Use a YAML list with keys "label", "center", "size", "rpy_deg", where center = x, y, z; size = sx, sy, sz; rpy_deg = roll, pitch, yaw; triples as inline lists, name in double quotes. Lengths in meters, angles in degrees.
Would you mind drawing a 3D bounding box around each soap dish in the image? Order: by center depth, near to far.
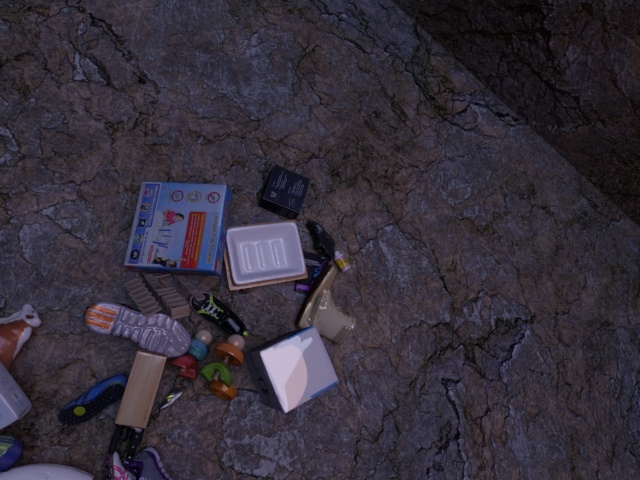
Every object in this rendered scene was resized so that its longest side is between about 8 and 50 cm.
- label: "soap dish"
  center: [-0.210, 0.053, 1.569]
  size: [0.290, 0.118, 0.229]
  rpy_deg: [-8, 77, -22]

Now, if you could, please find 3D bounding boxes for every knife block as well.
- label: "knife block"
  center: [-0.537, 0.489, 1.253]
  size: [0.088, 0.276, 0.242]
  rpy_deg: [16, 39, -15]

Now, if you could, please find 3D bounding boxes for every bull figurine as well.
- label: "bull figurine"
  center: [-0.946, 0.317, 1.224]
  size: [0.188, 0.101, 0.311]
  rpy_deg: [17, 68, -11]

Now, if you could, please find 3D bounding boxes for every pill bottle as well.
- label: "pill bottle"
  center: [0.082, 0.082, 1.710]
  size: [0.043, 0.043, 0.083]
  rpy_deg: [-33, 87, -26]

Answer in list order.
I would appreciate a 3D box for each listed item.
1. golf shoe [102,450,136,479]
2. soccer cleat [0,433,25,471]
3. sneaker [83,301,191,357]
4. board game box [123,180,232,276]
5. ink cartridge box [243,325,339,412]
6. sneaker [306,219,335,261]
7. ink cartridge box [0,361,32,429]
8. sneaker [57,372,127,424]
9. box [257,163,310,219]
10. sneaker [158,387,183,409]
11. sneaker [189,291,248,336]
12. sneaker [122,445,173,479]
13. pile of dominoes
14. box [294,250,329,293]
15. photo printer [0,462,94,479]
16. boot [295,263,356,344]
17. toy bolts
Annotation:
- label: "golf shoe"
  center: [-0.585, 0.710, 1.266]
  size: [0.085, 0.067, 0.186]
  rpy_deg: [-7, 76, -48]
- label: "soccer cleat"
  center: [-0.915, 0.591, 1.106]
  size: [0.289, 0.093, 0.121]
  rpy_deg: [-32, 131, -3]
- label: "sneaker"
  center: [-0.567, 0.261, 1.346]
  size: [0.321, 0.180, 0.125]
  rpy_deg: [31, 75, -24]
- label: "board game box"
  center: [-0.473, -0.042, 1.456]
  size: [0.301, 0.086, 0.309]
  rpy_deg: [3, 72, 5]
- label: "ink cartridge box"
  center: [-0.107, 0.417, 1.412]
  size: [0.198, 0.270, 0.197]
  rpy_deg: [-21, 84, -25]
- label: "sneaker"
  center: [-0.002, 0.001, 1.686]
  size: [0.170, 0.051, 0.089]
  rpy_deg: [43, 44, -5]
- label: "ink cartridge box"
  center: [-1.002, 0.370, 1.094]
  size: [0.308, 0.091, 0.385]
  rpy_deg: [-30, 102, -5]
- label: "sneaker"
  center: [-0.683, 0.476, 1.301]
  size: [0.209, 0.082, 0.069]
  rpy_deg: [-30, 114, -9]
- label: "box"
  center: [-0.142, -0.187, 1.681]
  size: [0.158, 0.093, 0.156]
  rpy_deg: [22, 68, -14]
- label: "sneaker"
  center: [-0.485, 0.508, 1.380]
  size: [0.083, 0.031, 0.035]
  rpy_deg: [-35, 75, -30]
- label: "sneaker"
  center: [-0.340, 0.250, 1.471]
  size: [0.234, 0.097, 0.084]
  rpy_deg: [37, 65, -7]
- label: "sneaker"
  center: [-0.484, 0.716, 1.244]
  size: [0.223, 0.083, 0.098]
  rpy_deg: [41, 31, 26]
- label: "pile of dominoes"
  center: [-0.502, 0.173, 1.368]
  size: [0.195, 0.251, 0.040]
  rpy_deg: [-12, 117, -37]
- label: "box"
  center: [-0.033, 0.129, 1.661]
  size: [0.115, 0.029, 0.162]
  rpy_deg: [14, 68, -17]
- label: "photo printer"
  center: [-0.769, 0.769, 1.147]
  size: [0.255, 0.107, 0.308]
  rpy_deg: [13, 69, -16]
- label: "boot"
  center: [0.049, 0.240, 1.595]
  size: [0.203, 0.095, 0.262]
  rpy_deg: [27, 87, -12]
- label: "toy bolts"
  center: [-0.345, 0.393, 1.413]
  size: [0.228, 0.218, 0.159]
  rpy_deg: [13, 51, 18]
